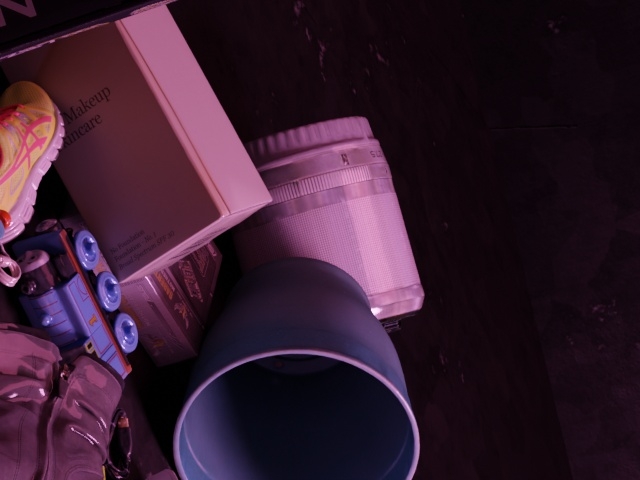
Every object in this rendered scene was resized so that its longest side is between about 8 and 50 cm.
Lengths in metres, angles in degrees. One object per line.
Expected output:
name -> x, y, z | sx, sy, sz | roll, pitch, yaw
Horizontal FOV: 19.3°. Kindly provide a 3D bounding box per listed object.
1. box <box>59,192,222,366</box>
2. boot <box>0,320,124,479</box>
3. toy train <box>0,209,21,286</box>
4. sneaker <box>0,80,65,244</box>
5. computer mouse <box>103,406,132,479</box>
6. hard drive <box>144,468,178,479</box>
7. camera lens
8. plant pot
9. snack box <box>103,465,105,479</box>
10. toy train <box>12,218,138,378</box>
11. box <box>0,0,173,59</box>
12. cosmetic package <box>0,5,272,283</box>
box -> -0.197, -0.001, 2.123 | 0.231, 0.056, 0.183 | 60, 25, -32
boot -> -0.304, 0.165, 1.574 | 0.338, 0.118, 0.223 | 29, 45, -46
toy train -> -0.353, -0.010, 1.715 | 0.166, 0.046, 0.125 | 26, 42, -43
sneaker -> -0.315, -0.095, 1.853 | 0.094, 0.081, 0.208 | 54, 28, -37
computer mouse -> -0.190, 0.286, 1.943 | 0.071, 0.041, 0.242 | 28, 48, -62
hard drive -> -0.092, 0.408, 1.970 | 0.307, 0.040, 0.203 | 67, -8, -22
camera lens -> 0.000, 0.000, 2.404 | 0.219, 0.219, 0.274 | -6, 79, -70
plant pot -> -0.029, 0.161, 2.176 | 0.255, 0.271, 0.272 | -92, 157, -57
snack box -> -0.261, 0.288, 1.707 | 0.174, 0.070, 0.207 | 37, 41, -55
toy train -> -0.250, 0.071, 1.901 | 0.184, 0.080, 0.105 | 67, 27, -18
box -> -0.303, -0.375, 1.753 | 0.097, 0.318, 0.395 | -29, 103, -69
cosmetic package -> -0.201, -0.131, 1.957 | 0.309, 0.160, 0.113 | 60, 29, 4
